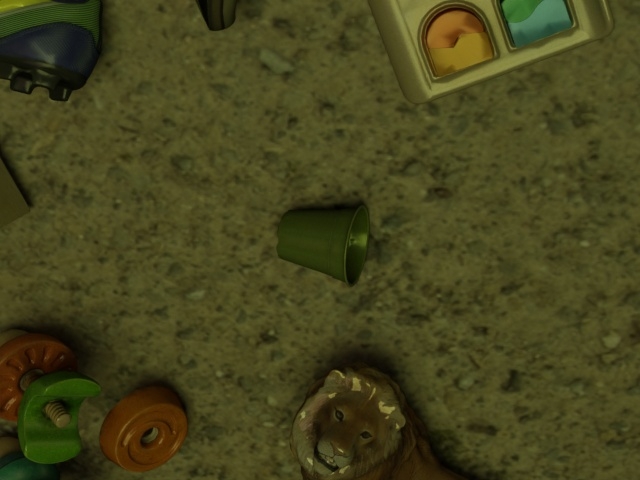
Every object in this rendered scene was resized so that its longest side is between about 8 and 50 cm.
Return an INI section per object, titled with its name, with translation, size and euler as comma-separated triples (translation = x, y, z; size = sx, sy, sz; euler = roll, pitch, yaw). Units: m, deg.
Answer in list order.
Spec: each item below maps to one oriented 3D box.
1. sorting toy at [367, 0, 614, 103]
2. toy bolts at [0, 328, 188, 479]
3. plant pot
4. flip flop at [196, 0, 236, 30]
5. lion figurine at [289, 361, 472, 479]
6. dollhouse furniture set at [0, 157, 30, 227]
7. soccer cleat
[sorting toy]
translation = 0.144, -0.241, 1.060
size = 0.208, 0.038, 0.193
euler = -18, 109, 14
[toy bolts]
translation = -0.287, 0.214, 1.275
size = 0.218, 0.158, 0.228
euler = 12, 108, -42
[plant pot]
translation = 0.000, 0.000, 1.160
size = 0.079, 0.083, 0.083
euler = 9, 113, 16
[flip flop]
translation = -0.070, -0.260, 0.977
size = 0.080, 0.277, 0.112
euler = -17, 79, -11
[lion figurine]
translation = 0.117, 0.294, 1.249
size = 0.392, 0.142, 0.240
euler = 28, 106, -20
[dollhouse furniture set]
translation = -0.416, -0.059, 1.208
size = 0.151, 0.123, 0.144
euler = -32, 109, -19
[soccer cleat]
translation = -0.346, -0.226, 1.113
size = 0.289, 0.093, 0.121
euler = 17, 83, 4
